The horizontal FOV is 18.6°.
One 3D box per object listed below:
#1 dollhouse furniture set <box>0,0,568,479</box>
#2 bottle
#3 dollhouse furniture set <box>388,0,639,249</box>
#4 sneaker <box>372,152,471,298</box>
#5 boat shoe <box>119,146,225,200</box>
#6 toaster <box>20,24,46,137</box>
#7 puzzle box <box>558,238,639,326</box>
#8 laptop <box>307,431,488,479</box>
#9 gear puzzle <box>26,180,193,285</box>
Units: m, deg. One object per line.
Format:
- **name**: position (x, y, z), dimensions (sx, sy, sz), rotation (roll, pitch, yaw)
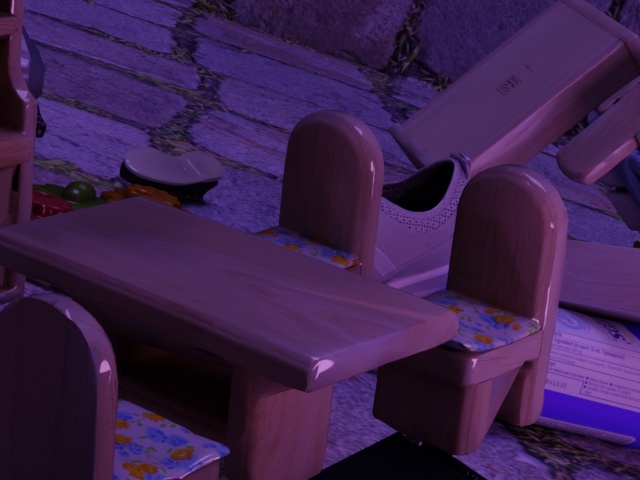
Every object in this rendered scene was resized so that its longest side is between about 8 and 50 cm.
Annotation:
- **dollhouse furniture set**: position (-0.116, -0.034, 1.031), dimensions (0.394, 0.256, 0.362), rotation (20, 23, 36)
- **bottle**: position (0.225, 0.108, 1.506), dimensions (0.283, 0.092, 0.118), rotation (15, 7, -22)
- **dollhouse furniture set**: position (0.252, -0.011, 1.656), dimensions (0.303, 0.198, 0.286), rotation (51, 0, -30)
- **sneaker**: position (0.000, 0.000, 1.469), dimensions (0.281, 0.115, 0.105), rotation (-18, 33, -34)
- **boat shoe**: position (-0.142, -0.058, 1.811), dimensions (0.049, 0.042, 0.133), rotation (52, 25, 21)
- **toaster**: position (-0.329, -0.139, 1.660), dimensions (0.146, 0.129, 0.227), rotation (10, 25, -27)
- **puzzle box**: position (0.231, 0.041, 1.628), dimensions (0.272, 0.052, 0.409), rotation (16, -4, -41)
- **laptop**: position (0.098, 0.214, 1.018), dimensions (0.234, 0.136, 0.264), rotation (32, -9, 44)
- **gear puzzle**: position (-0.166, -0.013, 1.549), dimensions (0.175, 0.044, 0.339), rotation (22, 12, 11)
